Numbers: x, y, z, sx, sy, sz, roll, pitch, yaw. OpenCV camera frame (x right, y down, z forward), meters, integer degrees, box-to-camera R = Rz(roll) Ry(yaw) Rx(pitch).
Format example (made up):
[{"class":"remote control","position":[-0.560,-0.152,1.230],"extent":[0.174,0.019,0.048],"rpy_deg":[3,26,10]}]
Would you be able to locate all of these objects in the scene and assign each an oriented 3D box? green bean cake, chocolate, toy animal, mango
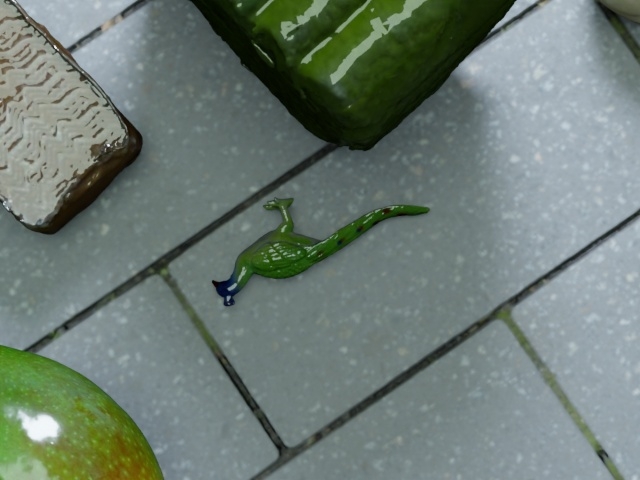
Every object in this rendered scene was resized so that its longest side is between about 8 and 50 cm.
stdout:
[{"class":"green bean cake","position":[-0.007,-0.251,1.362],"extent":[0.218,0.335,0.319],"rpy_deg":[-44,90,-3]},{"class":"chocolate","position":[-0.284,-0.120,1.471],"extent":[0.148,0.093,0.214],"rpy_deg":[-43,86,-5]},{"class":"toy animal","position":[-0.008,-0.015,1.485],"extent":[0.217,0.041,0.075],"rpy_deg":[-25,86,-6]},{"class":"mango","position":[-0.296,0.196,1.389],"extent":[0.382,0.201,0.225],"rpy_deg":[36,108,14]}]

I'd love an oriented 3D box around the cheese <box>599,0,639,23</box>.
[{"class":"cheese","position":[0.339,-0.315,1.475],"extent":[0.235,0.117,0.218],"rpy_deg":[-37,84,-2]}]
